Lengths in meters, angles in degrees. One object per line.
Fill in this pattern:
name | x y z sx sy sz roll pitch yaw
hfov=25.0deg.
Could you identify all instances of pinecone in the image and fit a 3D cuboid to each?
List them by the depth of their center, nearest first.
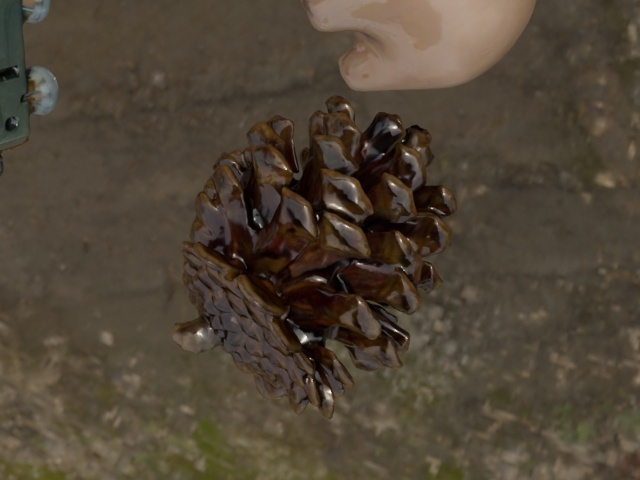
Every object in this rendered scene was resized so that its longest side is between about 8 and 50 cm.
pinecone | -0.001 -0.002 0.945 0.169 0.212 0.185 30 164 -10

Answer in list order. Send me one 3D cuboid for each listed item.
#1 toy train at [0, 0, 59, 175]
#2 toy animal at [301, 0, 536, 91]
toy train | -0.286 -0.157 1.154 0.127 0.089 0.219 14 116 33
toy animal | 0.089 -0.268 1.150 0.269 0.326 0.237 -25 138 4
